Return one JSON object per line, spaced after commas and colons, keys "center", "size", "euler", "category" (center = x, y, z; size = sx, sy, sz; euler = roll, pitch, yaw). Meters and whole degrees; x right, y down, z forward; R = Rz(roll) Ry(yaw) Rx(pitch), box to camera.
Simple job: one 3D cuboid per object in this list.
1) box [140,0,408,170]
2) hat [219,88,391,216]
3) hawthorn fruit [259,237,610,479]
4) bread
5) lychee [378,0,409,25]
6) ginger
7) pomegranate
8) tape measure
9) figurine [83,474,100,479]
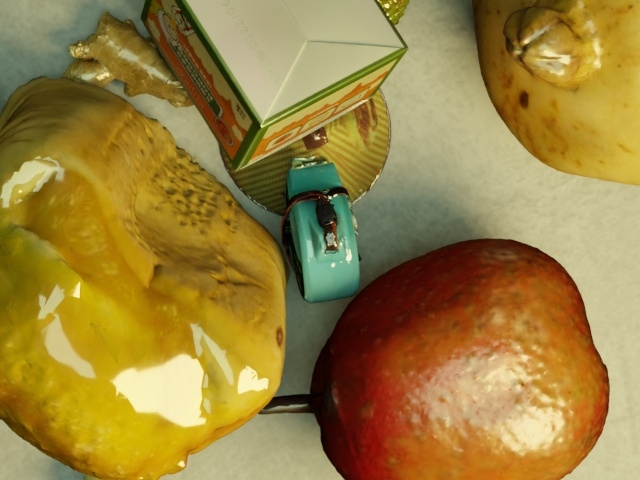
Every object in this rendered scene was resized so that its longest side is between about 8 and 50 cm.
{"center": [-0.051, -0.205, 1.417], "size": [0.177, 0.148, 0.195], "euler": [-31, 84, -19], "category": "box"}
{"center": [-0.010, -0.113, 1.521], "size": [0.193, 0.082, 0.193], "euler": [-2, 99, -10], "category": "hat"}
{"center": [0.108, 0.146, 1.477], "size": [0.369, 0.285, 0.284], "euler": [-7, 99, -6], "category": "hawthorn fruit"}
{"center": [-0.217, 0.051, 1.368], "size": [0.250, 0.394, 0.361], "euler": [-42, 106, 14], "category": "bread"}
{"center": [0.050, -0.283, 1.494], "size": [0.114, 0.114, 0.146], "euler": [2, 114, -10], "category": "lychee"}
{"center": [-0.154, -0.188, 1.497], "size": [0.176, 0.052, 0.193], "euler": [42, 86, 1], "category": "ginger"}
{"center": [0.315, -0.225, 1.402], "size": [0.410, 0.410, 0.410], "euler": [-1, 98, -10], "category": "pomegranate"}
{"center": [0.000, 0.000, 1.499], "size": [0.081, 0.125, 0.146], "euler": [-10, 140, -6], "category": "tape measure"}
{"center": [-0.225, 0.401, 1.537], "size": [0.222, 0.124, 0.324], "euler": [-8, 96, -5], "category": "figurine"}
